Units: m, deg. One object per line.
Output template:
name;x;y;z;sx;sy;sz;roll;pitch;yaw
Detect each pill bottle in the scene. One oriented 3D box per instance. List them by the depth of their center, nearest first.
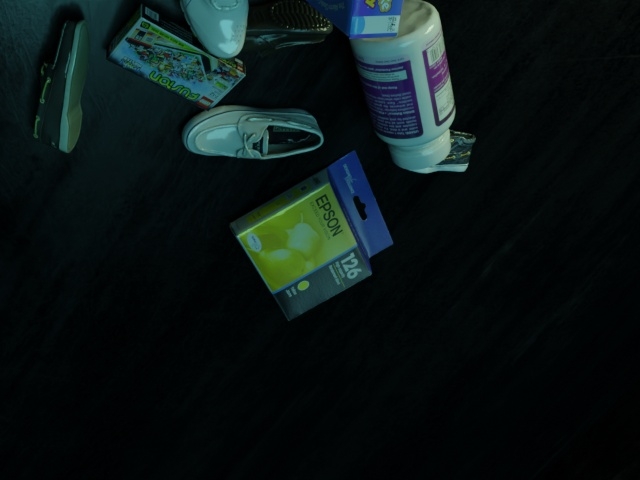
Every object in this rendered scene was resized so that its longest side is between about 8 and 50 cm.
pill bottle;0.167;-0.289;1.425;0.169;0.169;0.301;-26;131;-7

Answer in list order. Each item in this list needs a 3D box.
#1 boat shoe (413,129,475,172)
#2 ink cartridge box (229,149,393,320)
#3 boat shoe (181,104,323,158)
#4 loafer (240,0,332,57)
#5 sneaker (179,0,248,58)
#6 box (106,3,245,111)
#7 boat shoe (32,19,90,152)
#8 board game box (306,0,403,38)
boat shoe;0.252;-0.197;1.611;0.183;0.065;0.083;-5;123;-31
ink cartridge box;0.000;0.000;1.626;0.307;0.072;0.303;-29;132;-2
boat shoe;-0.123;-0.194;1.403;0.268;0.088;0.096;-4;126;-25
loafer;-0.089;-0.369;1.309;0.220;0.080;0.078;-5;149;-12
sneaker;-0.164;-0.428;1.151;0.111;0.129;0.297;-12;116;-14
box;-0.243;-0.306;1.266;0.207;0.036;0.114;22;136;-37
boat shoe;-0.426;-0.254;1.212;0.069;0.081;0.227;17;117;-3
board game box;0.019;-0.472;1.094;0.078;0.347;0.233;-8;128;-22
